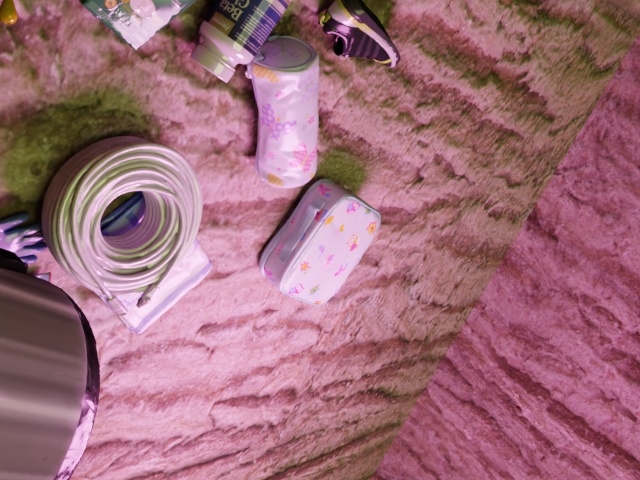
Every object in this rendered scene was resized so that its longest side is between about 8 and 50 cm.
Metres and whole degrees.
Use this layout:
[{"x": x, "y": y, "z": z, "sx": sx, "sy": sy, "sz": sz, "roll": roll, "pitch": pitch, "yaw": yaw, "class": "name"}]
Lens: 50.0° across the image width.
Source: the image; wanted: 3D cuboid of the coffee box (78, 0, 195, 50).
[{"x": -0.220, "y": -0.351, "z": 0.920, "sx": 0.184, "sy": 0.040, "sz": 0.113, "roll": -37, "pitch": 150, "yaw": 10, "class": "coffee box"}]

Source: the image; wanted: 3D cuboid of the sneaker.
[{"x": 0.067, "y": -0.383, "z": 1.287, "sx": 0.097, "sy": 0.084, "sz": 0.234, "roll": -33, "pitch": 152, "yaw": 18, "class": "sneaker"}]

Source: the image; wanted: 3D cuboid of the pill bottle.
[{"x": -0.125, "y": -0.332, "z": 1.053, "sx": 0.169, "sy": 0.094, "sz": 0.094, "roll": -55, "pitch": 148, "yaw": 6, "class": "pill bottle"}]

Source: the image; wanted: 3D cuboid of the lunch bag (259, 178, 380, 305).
[{"x": 0.000, "y": 0.000, "z": 1.542, "sx": 0.279, "sy": 0.108, "sz": 0.224, "roll": -56, "pitch": 143, "yaw": 5, "class": "lunch bag"}]

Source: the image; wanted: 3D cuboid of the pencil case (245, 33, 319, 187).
[{"x": -0.064, "y": -0.223, "z": 1.228, "sx": 0.124, "sy": 0.113, "sz": 0.273, "roll": -24, "pitch": 140, "yaw": -21, "class": "pencil case"}]

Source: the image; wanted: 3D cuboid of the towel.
[{"x": -0.319, "y": 0.041, "z": 1.253, "sx": 0.209, "sy": 0.034, "sz": 0.285, "roll": -42, "pitch": 147, "yaw": -15, "class": "towel"}]

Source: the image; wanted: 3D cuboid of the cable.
[{"x": -0.308, "y": -0.039, "z": 1.095, "sx": 0.257, "sy": 0.089, "sz": 0.257, "roll": -48, "pitch": 136, "yaw": -14, "class": "cable"}]

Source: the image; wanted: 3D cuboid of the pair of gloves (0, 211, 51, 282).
[{"x": -0.490, "y": 0.048, "z": 1.055, "sx": 0.159, "sy": 0.023, "sz": 0.198, "roll": -17, "pitch": 134, "yaw": -40, "class": "pair of gloves"}]

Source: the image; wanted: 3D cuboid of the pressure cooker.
[{"x": -0.520, "y": 0.164, "z": 0.793, "sx": 0.370, "sy": 0.375, "sz": 0.420, "roll": -51, "pitch": 144, "yaw": 4, "class": "pressure cooker"}]

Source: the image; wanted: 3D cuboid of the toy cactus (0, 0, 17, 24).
[{"x": -0.358, "y": -0.356, "z": 0.755, "sx": 0.219, "sy": 0.112, "sz": 0.180, "roll": -45, "pitch": 129, "yaw": -5, "class": "toy cactus"}]
